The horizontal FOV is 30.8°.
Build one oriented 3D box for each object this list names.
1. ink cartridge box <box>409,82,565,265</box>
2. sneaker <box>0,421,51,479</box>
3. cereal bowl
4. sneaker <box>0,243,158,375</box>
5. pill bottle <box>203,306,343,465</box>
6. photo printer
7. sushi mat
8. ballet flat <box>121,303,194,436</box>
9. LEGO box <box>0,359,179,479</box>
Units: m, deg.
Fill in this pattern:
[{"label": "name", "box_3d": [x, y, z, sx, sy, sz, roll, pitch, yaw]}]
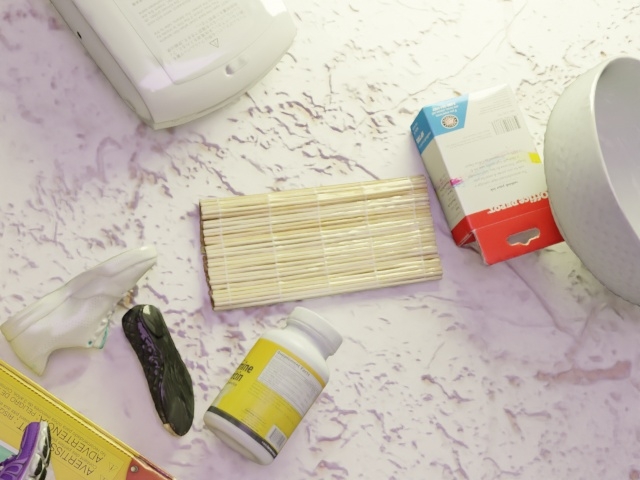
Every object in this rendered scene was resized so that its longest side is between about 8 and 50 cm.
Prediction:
[{"label": "ink cartridge box", "box_3d": [0.226, -0.081, 1.563, 0.134, 0.078, 0.231, -17, 78, -14]}, {"label": "sneaker", "box_3d": [-0.327, 0.253, 1.170, 0.071, 0.068, 0.170, 26, 65, 3]}, {"label": "cereal bowl", "box_3d": [0.400, -0.062, 1.520, 0.339, 0.141, 0.339, 22, 57, -38]}, {"label": "sneaker", "box_3d": [-0.282, 0.086, 1.439, 0.212, 0.080, 0.094, -33, 94, -10]}, {"label": "pill bottle", "box_3d": [-0.053, 0.176, 1.430, 0.103, 0.103, 0.184, 36, 71, 1]}, {"label": "photo printer", "box_3d": [-0.200, -0.313, 1.539, 0.256, 0.107, 0.307, -36, 84, -17]}, {"label": "sushi mat", "box_3d": [0.000, 0.000, 1.533, 0.316, 0.019, 0.151, -7, 77, -12]}, {"label": "ballet flat", "box_3d": [-0.200, 0.161, 1.447, 0.057, 0.049, 0.173, -10, 77, -48]}, {"label": "LEGO box", "box_3d": [-0.463, 0.295, 1.260, 0.500, 0.193, 0.372, 34, 65, 1]}]
